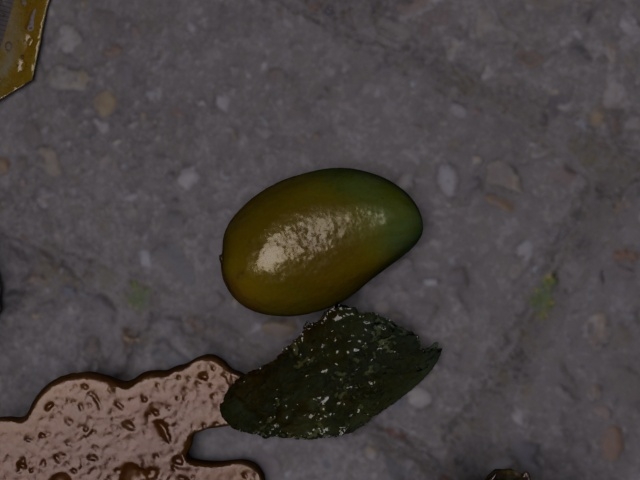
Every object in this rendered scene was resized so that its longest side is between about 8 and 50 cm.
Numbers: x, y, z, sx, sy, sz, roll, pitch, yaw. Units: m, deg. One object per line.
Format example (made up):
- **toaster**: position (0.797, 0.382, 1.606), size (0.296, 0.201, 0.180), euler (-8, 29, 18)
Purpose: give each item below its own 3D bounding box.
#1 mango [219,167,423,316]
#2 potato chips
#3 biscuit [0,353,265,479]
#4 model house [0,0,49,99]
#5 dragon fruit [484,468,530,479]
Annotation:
- **mango**: position (0.000, 0.000, 0.978), size (0.194, 0.092, 0.130), euler (-12, 87, 2)
- **potato chips**: position (0.010, 0.125, 0.978), size (0.209, 0.026, 0.142), euler (0, 110, -12)
- **biscuit**: position (-0.203, 0.211, 1.003), size (0.295, 0.044, 0.186), euler (-5, 85, -6)
- **model house**: position (-0.379, -0.249, 1.002), size (0.207, 0.136, 0.219), euler (17, 91, 8)
- **dragon fruit**: position (0.159, 0.377, 0.864), size (0.277, 0.277, 0.343), euler (-13, 100, 6)
